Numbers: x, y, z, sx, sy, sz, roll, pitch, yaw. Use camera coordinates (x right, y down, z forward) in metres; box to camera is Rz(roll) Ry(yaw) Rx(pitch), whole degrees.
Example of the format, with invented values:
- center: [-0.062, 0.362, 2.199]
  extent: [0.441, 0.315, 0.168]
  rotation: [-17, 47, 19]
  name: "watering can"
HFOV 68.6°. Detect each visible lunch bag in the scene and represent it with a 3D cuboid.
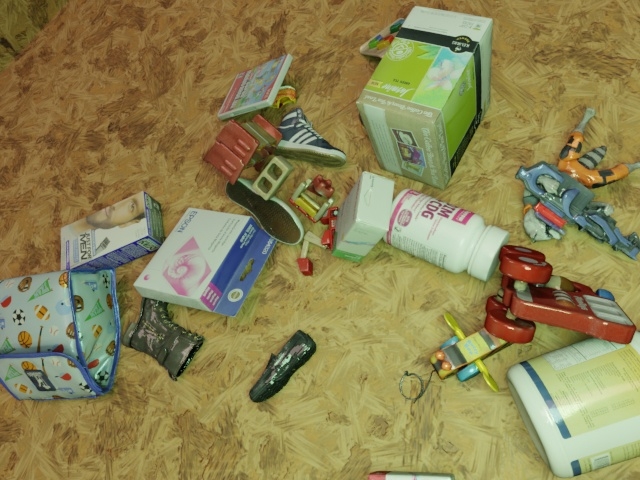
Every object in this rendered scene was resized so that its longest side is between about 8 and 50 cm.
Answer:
- center: [-0.802, 0.288, 1.419]
  extent: [0.328, 0.239, 0.384]
  rotation: [-7, 88, 15]
  name: "lunch bag"

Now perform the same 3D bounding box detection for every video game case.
- center: [-0.232, -0.528, 1.627]
  extent: [0.285, 0.025, 0.203]
  rotation: [1, 63, 43]
  name: "video game case"

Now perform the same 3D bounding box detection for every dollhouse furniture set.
- center: [-0.129, -0.193, 1.384]
  extent: [0.374, 0.201, 0.152]
  rotation: [42, 116, 2]
  name: "dollhouse furniture set"

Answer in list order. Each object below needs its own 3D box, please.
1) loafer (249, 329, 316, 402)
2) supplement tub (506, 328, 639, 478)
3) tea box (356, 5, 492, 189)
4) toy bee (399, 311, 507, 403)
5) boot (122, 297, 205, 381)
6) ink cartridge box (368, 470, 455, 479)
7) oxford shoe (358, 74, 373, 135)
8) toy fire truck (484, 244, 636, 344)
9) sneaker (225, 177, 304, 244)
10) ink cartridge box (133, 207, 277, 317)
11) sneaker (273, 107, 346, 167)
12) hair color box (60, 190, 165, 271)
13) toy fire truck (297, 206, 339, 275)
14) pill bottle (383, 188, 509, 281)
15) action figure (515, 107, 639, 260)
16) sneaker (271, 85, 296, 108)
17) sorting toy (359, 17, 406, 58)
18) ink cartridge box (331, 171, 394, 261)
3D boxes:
- center: [-0.108, 0.334, 1.249]
  extent: [0.223, 0.076, 0.078]
  rotation: [-45, 56, -9]
  name: "loafer"
- center: [0.566, 0.311, 0.932]
  extent: [0.317, 0.228, 0.228]
  rotation: [-23, 62, 9]
  name: "supplement tub"
- center: [0.294, -0.370, 1.264]
  extent: [0.220, 0.329, 0.323]
  rotation: [24, 77, 26]
  name: "tea box"
- center: [0.323, 0.276, 1.072]
  extent: [0.195, 0.162, 0.298]
  rotation: [37, 83, 27]
  name: "toy bee"
- center: [-0.442, 0.258, 1.401]
  extent: [0.229, 0.091, 0.262]
  rotation: [20, 76, 19]
  name: "boot"
- center: [0.202, 0.568, 1.005]
  extent: [0.176, 0.127, 0.128]
  rotation: [-7, 65, 16]
  name: "ink cartridge box"
- center: [0.236, -0.496, 1.451]
  extent: [0.130, 0.132, 0.363]
  rotation: [23, 77, 27]
  name: "oxford shoe"
- center: [0.503, 0.127, 1.013]
  extent: [0.254, 0.302, 0.169]
  rotation: [14, 104, 18]
  name: "toy fire truck"
- center: [-0.147, -0.101, 1.430]
  extent: [0.290, 0.123, 0.105]
  rotation: [41, 112, 14]
  name: "sneaker"
- center: [-0.331, 0.049, 1.395]
  extent: [0.331, 0.071, 0.324]
  rotation: [7, 51, 22]
  name: "ink cartridge box"
- center: [-0.027, -0.330, 1.492]
  extent: [0.283, 0.099, 0.153]
  rotation: [16, 76, 28]
  name: "sneaker"
- center: [-0.705, -0.012, 1.588]
  extent: [0.339, 0.110, 0.185]
  rotation: [-22, 61, 7]
  name: "hair color box"
- center: [0.000, 0.000, 1.368]
  extent: [0.135, 0.047, 0.191]
  rotation: [-10, 65, 14]
  name: "toy fire truck"
- center: [0.316, -0.014, 1.199]
  extent: [0.283, 0.160, 0.160]
  rotation: [25, 78, 26]
  name: "pill bottle"
- center: [0.649, -0.107, 1.159]
  extent: [0.341, 0.178, 0.330]
  rotation: [45, 94, 2]
  name: "action figure"
- center: [-0.169, -0.491, 1.634]
  extent: [0.175, 0.064, 0.067]
  rotation: [-6, 79, 21]
  name: "sneaker"
- center: [0.236, -0.671, 1.537]
  extent: [0.193, 0.038, 0.208]
  rotation: [-36, 33, 2]
  name: "sorting toy"
- center: [0.109, -0.057, 1.240]
  extent: [0.093, 0.212, 0.154]
  rotation: [15, 62, -8]
  name: "ink cartridge box"
